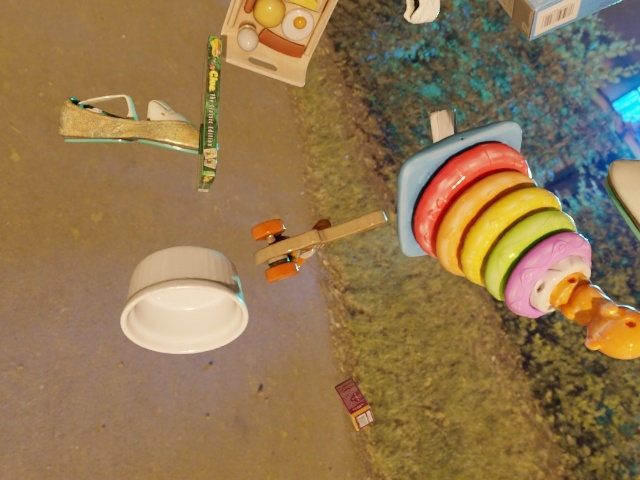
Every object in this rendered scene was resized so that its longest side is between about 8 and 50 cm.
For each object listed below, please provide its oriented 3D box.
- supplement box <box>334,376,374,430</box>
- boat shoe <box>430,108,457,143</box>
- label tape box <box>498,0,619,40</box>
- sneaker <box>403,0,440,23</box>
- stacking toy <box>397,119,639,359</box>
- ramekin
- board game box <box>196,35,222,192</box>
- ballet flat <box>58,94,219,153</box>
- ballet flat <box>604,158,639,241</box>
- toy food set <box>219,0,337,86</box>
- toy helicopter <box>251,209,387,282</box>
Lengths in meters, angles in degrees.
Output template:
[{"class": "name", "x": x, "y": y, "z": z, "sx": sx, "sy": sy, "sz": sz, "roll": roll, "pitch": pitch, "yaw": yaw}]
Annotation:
[{"class": "supplement box", "x": 0.068, "y": 0.328, "z": 1.068, "sx": 0.083, "sy": 0.043, "sz": 0.055, "roll": 53, "pitch": -14, "yaw": 47}, {"class": "boat shoe", "x": 0.284, "y": -0.202, "z": 1.155, "sx": 0.066, "sy": 0.063, "sz": 0.184, "roll": 37, "pitch": 46, "yaw": -57}, {"class": "label tape box", "x": 0.543, "y": -0.677, "z": 1.294, "sx": 0.106, "sy": 0.240, "sz": 0.334, "roll": 60, "pitch": 8, "yaw": -63}, {"class": "sneaker", "x": 0.180, "y": -0.450, "z": 0.917, "sx": 0.061, "sy": 0.152, "sz": 0.053, "roll": -27, "pitch": 46, "yaw": -29}, {"class": "stacking toy", "x": 0.226, "y": 0.015, "z": 0.575, "sx": 0.302, "sy": 0.175, "sz": 0.166, "roll": 53, "pitch": -20, "yaw": 45}, {"class": "ramekin", "x": -0.309, "y": 0.136, "z": 1.227, "sx": 0.277, "sy": 0.277, "sz": 0.135, "roll": 35, "pitch": 32, "yaw": -41}, {"class": "board game box", "x": -0.211, "y": -0.232, "z": 1.005, "sx": 0.030, "sy": 0.136, "sz": 0.260, "roll": 4, "pitch": 82, "yaw": -19}, {"class": "ballet flat", "x": -0.394, "y": -0.256, "z": 1.156, "sx": 0.123, "sy": 0.348, "sz": 0.123, "roll": 6, "pitch": 90, "yaw": -89}, {"class": "ballet flat", "x": 0.487, "y": 0.045, "z": 0.579, "sx": 0.139, "sy": 0.139, "sz": 0.400, "roll": 5, "pitch": 53, "yaw": -61}, {"class": "toy food set", "x": -0.077, "y": -0.494, "z": 1.148, "sx": 0.219, "sy": 0.306, "sz": 0.092, "roll": 13, "pitch": 48, "yaw": -22}, {"class": "toy helicopter", "x": 0.000, "y": 0.000, "z": 1.367, "sx": 0.235, "sy": 0.354, "sz": 0.140, "roll": 97, "pitch": -26, "yaw": -81}]
